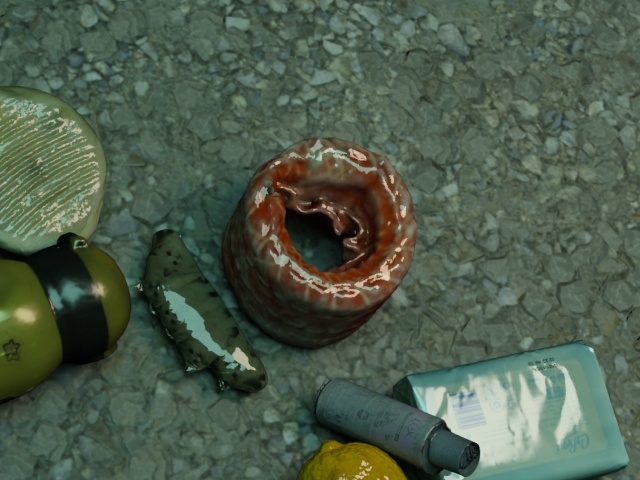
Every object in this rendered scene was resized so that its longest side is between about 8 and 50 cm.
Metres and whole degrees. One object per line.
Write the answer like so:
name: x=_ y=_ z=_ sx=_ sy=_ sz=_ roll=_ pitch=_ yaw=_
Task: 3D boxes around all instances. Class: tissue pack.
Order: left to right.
tissue pack: x=0.238 y=0.235 z=2.044 sx=0.263 sy=0.089 sz=0.177 roll=-9 pitch=72 yaw=-23

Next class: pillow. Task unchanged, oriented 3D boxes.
pillow: x=-0.159 y=0.096 z=2.005 sx=0.093 sy=0.051 sz=0.241 roll=-26 pitch=77 yaw=-30

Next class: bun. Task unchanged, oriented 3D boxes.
bun: x=-0.373 y=-0.084 z=1.984 sx=0.237 sy=0.116 sz=0.210 roll=44 pitch=65 yaw=-13

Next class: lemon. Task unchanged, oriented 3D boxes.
lemon: x=0.046 y=0.321 z=1.916 sx=0.142 sy=0.142 sz=0.187 roll=-22 pitch=78 yaw=-24

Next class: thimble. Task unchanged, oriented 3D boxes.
thimble: x=0.000 y=0.000 z=2.033 sx=0.239 sy=0.162 sz=0.239 roll=6 pitch=66 yaw=-14

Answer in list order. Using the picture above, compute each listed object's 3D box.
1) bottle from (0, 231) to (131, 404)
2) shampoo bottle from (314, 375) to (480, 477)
bottle: x=-0.384 y=0.109 z=1.865 sx=0.351 sy=0.171 sz=0.171 roll=-20 pitch=74 yaw=-24
shampoo bottle: x=0.093 y=0.228 z=1.951 sx=0.214 sy=0.072 sz=0.072 roll=19 pitch=55 yaw=35
